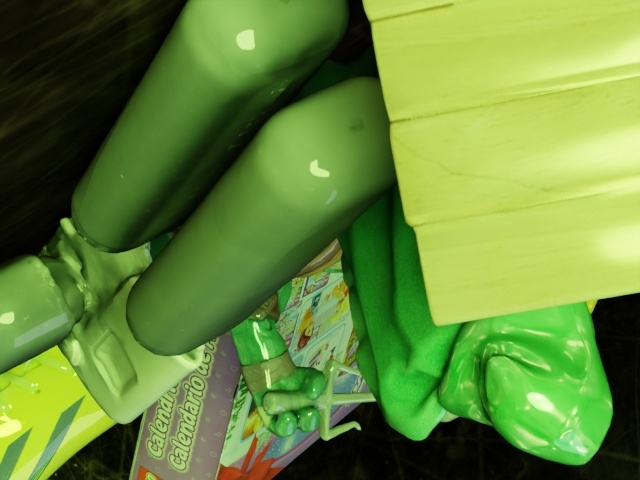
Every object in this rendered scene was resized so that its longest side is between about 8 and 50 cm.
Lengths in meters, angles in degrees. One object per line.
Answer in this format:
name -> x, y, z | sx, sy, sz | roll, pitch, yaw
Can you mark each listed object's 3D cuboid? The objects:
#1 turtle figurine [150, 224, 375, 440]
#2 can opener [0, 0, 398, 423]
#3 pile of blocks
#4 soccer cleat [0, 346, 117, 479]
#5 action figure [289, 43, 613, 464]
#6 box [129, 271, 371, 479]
turtle figurine -> 0.000, 0.000, 0.702 | 0.175, 0.118, 0.234 | -60, 159, 6
can opener -> -0.058, 0.007, 0.485 | 0.093, 0.074, 0.280 | -28, 175, -30
pile of blocks -> 0.164, -0.108, 0.335 | 0.362, 0.149, 0.112 | -36, 178, 9
soccer cleat -> -0.160, 0.084, 0.917 | 0.289, 0.093, 0.121 | -31, 151, -24
action figure -> 0.042, -0.014, 0.438 | 0.137, 0.063, 0.232 | -54, -161, 23
box -> 0.005, 0.024, 0.940 | 0.293, 0.057, 0.200 | -32, 142, -55
